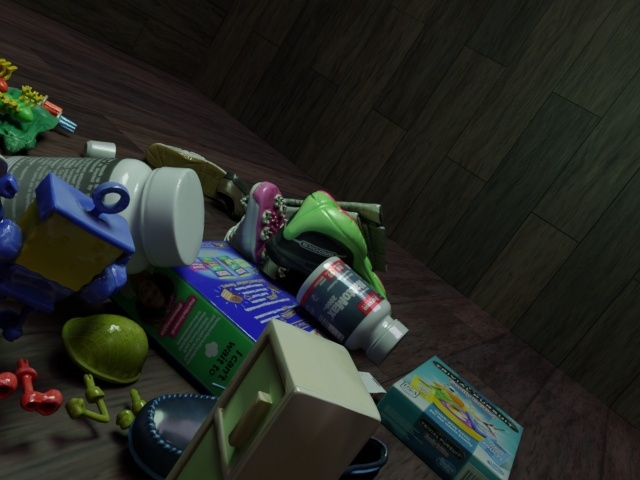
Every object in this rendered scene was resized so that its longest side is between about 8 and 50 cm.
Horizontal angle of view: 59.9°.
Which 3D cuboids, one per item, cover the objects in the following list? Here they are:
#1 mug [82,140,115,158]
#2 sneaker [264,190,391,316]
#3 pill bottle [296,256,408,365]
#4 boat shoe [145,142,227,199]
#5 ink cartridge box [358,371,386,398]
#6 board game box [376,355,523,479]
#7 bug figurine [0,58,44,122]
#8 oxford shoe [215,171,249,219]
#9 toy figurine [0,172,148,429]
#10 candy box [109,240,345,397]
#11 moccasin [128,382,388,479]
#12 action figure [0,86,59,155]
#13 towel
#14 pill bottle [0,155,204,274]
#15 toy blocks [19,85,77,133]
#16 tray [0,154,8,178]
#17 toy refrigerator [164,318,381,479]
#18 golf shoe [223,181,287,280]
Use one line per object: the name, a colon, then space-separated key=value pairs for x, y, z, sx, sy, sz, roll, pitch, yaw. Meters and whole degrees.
mug: x=-0.550 y=-0.213 z=1.367 sx=0.064 sy=0.078 sz=0.062 roll=11 pitch=58 yaw=-39
sneaker: x=0.012 y=0.088 z=1.181 sx=0.185 sy=0.202 sz=0.483 roll=53 pitch=-5 yaw=40
pill bottle: x=0.057 y=0.122 z=0.948 sx=0.180 sy=0.108 sz=0.108 roll=41 pitch=15 yaw=15
boat shoe: x=-0.379 y=-0.217 z=1.663 sx=0.277 sy=0.098 sz=0.096 roll=29 pitch=15 yaw=-15
ink cartridge box: x=0.075 y=0.287 z=1.090 sx=0.115 sy=0.029 sz=0.063 roll=20 pitch=18 yaw=-48
board game box: x=0.277 y=0.374 z=1.149 sx=0.253 sy=0.079 sz=0.336 roll=39 pitch=14 yaw=20
bug figurine: x=-0.707 y=-0.286 z=1.106 sx=0.216 sy=0.072 sz=0.279 roll=32 pitch=32 yaw=9
oxford shoe: x=-0.223 y=-0.088 z=1.636 sx=0.227 sy=0.096 sz=0.082 roll=45 pitch=-28 yaw=-20
toy figurine: x=-0.260 y=0.043 z=0.603 sx=0.362 sy=0.217 sz=0.191 roll=40 pitch=3 yaw=-44
candy box: x=-0.139 y=0.135 z=0.928 sx=0.317 sy=0.122 sz=0.268 roll=36 pitch=12 yaw=17
moccasin: x=-0.059 y=0.240 z=0.692 sx=0.342 sy=0.117 sz=0.138 roll=22 pitch=37 yaw=-36
action figure: x=-0.651 y=-0.246 z=1.202 sx=0.137 sy=0.063 sz=0.232 roll=27 pitch=21 yaw=-30
towel: x=0.000 y=0.000 z=1.326 sx=0.324 sy=0.056 sz=0.312 roll=4 pitch=-28 yaw=12
pill bottle: x=-0.318 y=-0.034 z=0.768 sx=0.283 sy=0.161 sz=0.161 roll=2 pitch=13 yaw=4
toy blocks: x=-0.692 y=-0.327 z=1.411 sx=0.148 sy=0.054 sz=0.123 roll=27 pitch=15 yaw=-24
tray: x=-0.435 y=-0.050 z=0.618 sx=0.145 sy=0.270 sz=0.030 roll=28 pitch=45 yaw=-20
toy refrigerator: x=-0.071 y=0.211 z=0.490 sx=0.094 sy=0.269 sz=0.102 roll=27 pitch=15 yaw=-26
golf shoe: x=-0.146 y=0.003 z=1.124 sx=0.140 sy=0.306 sz=0.115 roll=23 pitch=44 yaw=17
